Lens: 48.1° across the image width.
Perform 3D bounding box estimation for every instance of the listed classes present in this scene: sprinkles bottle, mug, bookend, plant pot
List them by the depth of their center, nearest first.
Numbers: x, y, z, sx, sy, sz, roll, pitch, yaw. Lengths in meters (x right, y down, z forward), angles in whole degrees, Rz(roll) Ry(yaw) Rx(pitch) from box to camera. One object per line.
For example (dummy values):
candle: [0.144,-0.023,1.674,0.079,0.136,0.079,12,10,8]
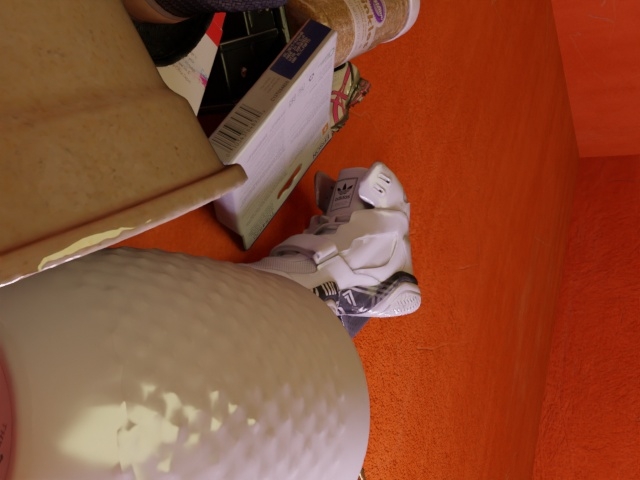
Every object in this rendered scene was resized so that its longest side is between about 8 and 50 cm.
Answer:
plant pot: [-0.249,-0.123,0.402,0.334,0.334,0.305,-33,107,-57]
mug: [-0.179,0.181,0.572,0.374,0.276,0.328,-58,150,8]
bookend: [-0.105,-0.245,0.866,0.156,0.072,0.157,-39,123,-54]
sprinkles bottle: [0.035,-0.330,1.070,0.355,0.121,0.121,-43,127,-52]

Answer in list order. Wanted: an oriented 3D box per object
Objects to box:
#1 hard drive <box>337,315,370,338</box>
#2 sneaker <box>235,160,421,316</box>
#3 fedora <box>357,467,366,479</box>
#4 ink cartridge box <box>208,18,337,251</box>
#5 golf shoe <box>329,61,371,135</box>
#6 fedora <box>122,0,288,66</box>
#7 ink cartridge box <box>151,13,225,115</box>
hard drive: [0.065,0.034,1.190,0.254,0.054,0.171,-46,129,-50]
sneaker: [0.000,0.000,0.959,0.366,0.137,0.210,3,84,-46]
fedora: [-0.012,0.281,0.991,0.079,0.194,0.194,-29,123,-14]
ink cartridge box: [-0.057,-0.122,0.887,0.223,0.045,0.224,-55,166,-23]
golf shoe: [0.007,-0.211,1.092,0.086,0.068,0.186,45,46,-17]
fedora: [-0.087,-0.303,0.579,0.334,0.153,0.333,9,90,-74]
ink cartridge box: [-0.180,-0.194,0.724,0.134,0.078,0.230,44,53,-53]
